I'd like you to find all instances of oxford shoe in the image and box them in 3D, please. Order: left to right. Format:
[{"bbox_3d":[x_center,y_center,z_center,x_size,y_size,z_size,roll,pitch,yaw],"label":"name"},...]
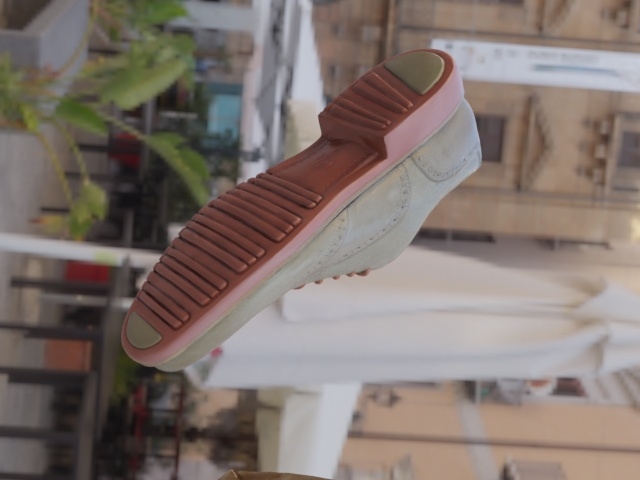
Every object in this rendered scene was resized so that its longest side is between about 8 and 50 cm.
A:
[{"bbox_3d":[0.000,0.000,1.205,0.140,0.397,0.146,37,-17,53],"label":"oxford shoe"}]

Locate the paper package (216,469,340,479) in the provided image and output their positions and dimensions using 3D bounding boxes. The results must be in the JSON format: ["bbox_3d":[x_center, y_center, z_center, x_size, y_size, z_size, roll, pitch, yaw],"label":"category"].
[{"bbox_3d":[-0.010,0.352,0.746,0.309,0.168,0.325,-59,145,-60],"label":"paper package"}]
